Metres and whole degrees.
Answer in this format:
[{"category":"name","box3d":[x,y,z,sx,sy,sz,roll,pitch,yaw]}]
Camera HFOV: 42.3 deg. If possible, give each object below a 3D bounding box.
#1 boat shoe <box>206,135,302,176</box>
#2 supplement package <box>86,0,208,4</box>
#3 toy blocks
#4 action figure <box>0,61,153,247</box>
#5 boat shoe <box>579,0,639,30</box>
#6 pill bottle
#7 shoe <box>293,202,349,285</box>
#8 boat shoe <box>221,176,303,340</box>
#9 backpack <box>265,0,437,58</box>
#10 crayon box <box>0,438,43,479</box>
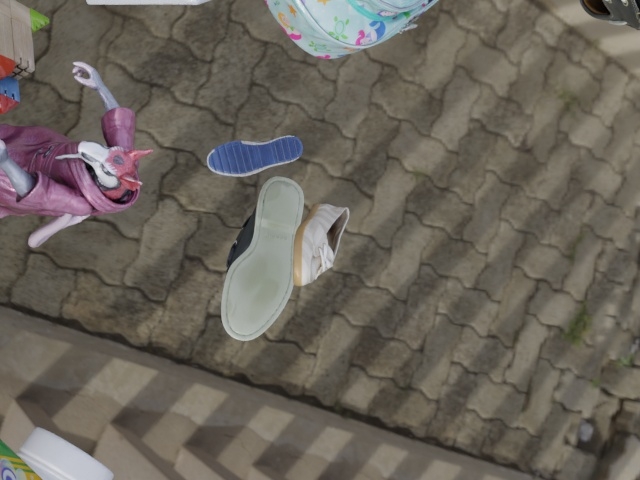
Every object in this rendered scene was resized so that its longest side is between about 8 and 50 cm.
[{"category":"boat shoe","box3d":[-0.127,-0.154,1.555,0.183,0.066,0.066,-9,91,-19]},{"category":"supplement package","box3d":[-0.100,-0.257,0.662,0.179,0.105,0.105,-45,135,-52]},{"category":"toy blocks","box3d":[-0.649,-0.345,1.460,0.381,0.191,0.260,22,51,-58]},{"category":"action figure","box3d":[-0.357,-0.075,1.128,0.248,0.370,0.275,-43,128,-38]},{"category":"boat shoe","box3d":[0.288,-0.228,0.752,0.079,0.233,0.084,9,107,4]},{"category":"pill bottle","box3d":[-0.585,0.576,1.587,0.224,0.224,0.392,43,63,-24]},{"category":"shoe","box3d":[0.000,0.000,1.310,0.219,0.058,0.076,-68,157,-57]},{"category":"boat shoe","box3d":[-0.118,0.044,1.597,0.127,0.113,0.340,15,65,-12]},{"category":"backpack","box3d":[0.050,-0.370,1.091,0.253,0.191,0.225,-38,108,-13]},{"category":"crayon box","box3d":[-0.361,0.379,0.968,0.083,0.203,0.323,-22,129,4]}]
